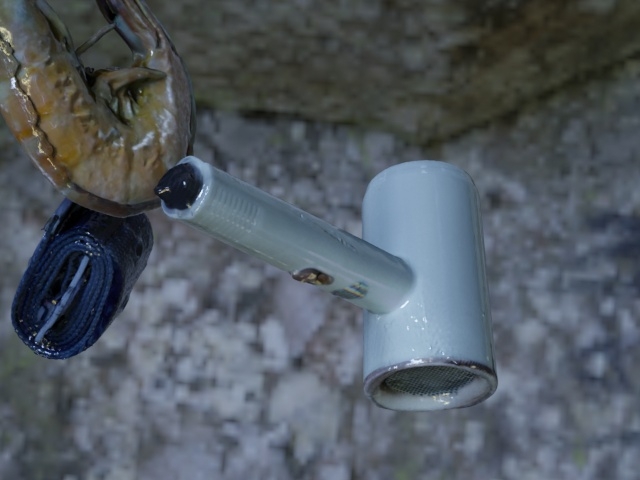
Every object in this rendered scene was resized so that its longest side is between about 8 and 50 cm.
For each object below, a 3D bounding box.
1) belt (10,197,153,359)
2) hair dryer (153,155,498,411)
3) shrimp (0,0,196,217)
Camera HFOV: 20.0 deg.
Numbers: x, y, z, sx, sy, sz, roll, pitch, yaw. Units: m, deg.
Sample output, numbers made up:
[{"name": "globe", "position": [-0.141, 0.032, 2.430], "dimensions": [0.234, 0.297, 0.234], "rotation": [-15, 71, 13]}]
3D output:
[{"name": "belt", "position": [-0.265, 0.031, 2.067], "dimensions": [0.218, 0.122, 0.128], "rotation": [-55, 3, 40]}, {"name": "hair dryer", "position": [0.000, 0.000, 0.965], "dimensions": [0.236, 0.073, 0.131], "rotation": [23, -126, -40]}, {"name": "shrimp", "position": [-0.160, -0.129, 1.100], "dimensions": [0.143, 0.052, 0.251], "rotation": [-41, -74, -46]}]
